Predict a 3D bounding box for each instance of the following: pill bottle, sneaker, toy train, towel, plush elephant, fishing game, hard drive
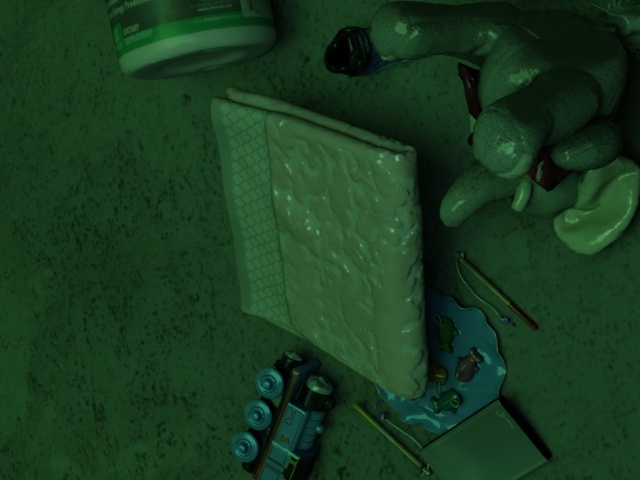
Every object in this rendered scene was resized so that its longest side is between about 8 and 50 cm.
[{"bbox_3d":[-0.188,-0.399,1.821,0.204,0.204,0.361,-13,88,34],"label":"pill bottle"},{"bbox_3d":[0.072,-0.238,1.736,0.152,0.084,0.058,-19,85,34],"label":"sneaker"},{"bbox_3d":[-0.044,0.236,1.883,0.105,0.080,0.184,28,109,19],"label":"toy train"},{"bbox_3d":[0.000,0.000,1.741,0.317,0.053,0.332,24,132,39],"label":"towel"},{"bbox_3d":[0.220,-0.117,1.567,0.272,0.330,0.255,46,142,36],"label":"plush elephant"},{"bbox_3d":[0.137,0.149,1.770,0.189,0.041,0.264,45,118,18],"label":"fishing game"},{"bbox_3d":[0.198,0.256,1.738,0.135,0.022,0.094,-39,90,31],"label":"hard drive"}]
